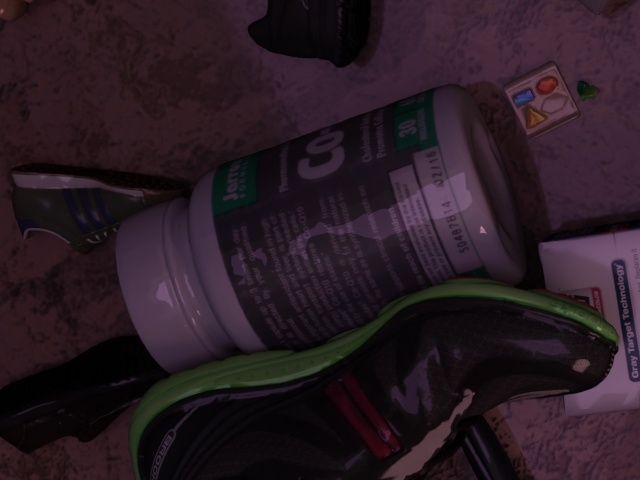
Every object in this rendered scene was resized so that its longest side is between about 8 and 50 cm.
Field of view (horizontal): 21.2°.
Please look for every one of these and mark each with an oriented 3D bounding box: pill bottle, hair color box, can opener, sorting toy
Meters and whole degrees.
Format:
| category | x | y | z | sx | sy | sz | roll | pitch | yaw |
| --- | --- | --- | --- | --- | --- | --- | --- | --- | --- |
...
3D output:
| category | x | y | z | sx | sy | sz | roll | pitch | yaw |
| --- | --- | --- | --- | --- | --- | --- | --- | --- | --- |
| pill bottle | 0.000 | 0.000 | 1.648 | 0.361 | 0.204 | 0.204 | -19 | 91 | 15 |
| hair color box | 0.392 | 0.054 | 1.603 | 0.347 | 0.105 | 0.174 | -9 | 94 | 15 |
| can opener | 0.188 | 0.251 | 1.709 | 0.186 | 0.073 | 0.059 | 55 | 147 | 2 |
| sorting toy | 0.227 | -0.143 | 1.672 | 0.083 | 0.012 | 0.062 | -26 | 89 | 16 |

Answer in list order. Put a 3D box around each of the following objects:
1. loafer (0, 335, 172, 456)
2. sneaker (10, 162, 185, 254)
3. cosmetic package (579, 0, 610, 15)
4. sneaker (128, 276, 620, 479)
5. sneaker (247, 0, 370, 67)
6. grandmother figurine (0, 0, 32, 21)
| category | x | y | z | sx | sy | sz | roll | pitch | yaw |
| --- | --- | --- | --- | --- | --- | --- | --- | --- | --- |
| loafer | -0.244 | 0.166 | 1.805 | 0.220 | 0.080 | 0.078 | -18 | 124 | 15 |
| sneaker | -0.233 | -0.027 | 1.782 | 0.192 | 0.064 | 0.086 | 7 | 105 | 14 |
| cosmetic package | 0.262 | -0.442 | 1.555 | 0.284 | 0.097 | 0.377 | 39 | 92 | 5 |
| sneaker | 0.054 | 0.178 | 1.562 | 0.482 | 0.185 | 0.202 | -21 | 59 | 20 |
| sneaker | -0.019 | -0.315 | 1.674 | 0.130 | 0.109 | 0.286 | 5 | 95 | 20 |
| grandmother figurine | -0.221 | -0.368 | 1.721 | 0.342 | 0.104 | 0.208 | -41 | 94 | 18 |
